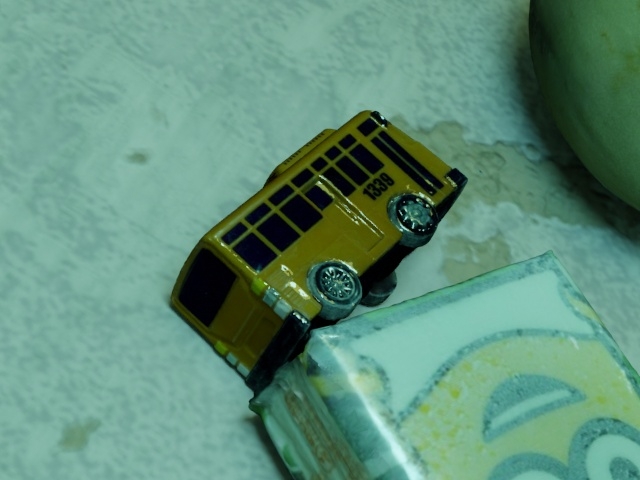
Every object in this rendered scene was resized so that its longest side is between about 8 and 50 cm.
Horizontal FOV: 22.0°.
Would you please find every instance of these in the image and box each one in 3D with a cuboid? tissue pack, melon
[{"bbox_3d":[0.130,0.177,1.044,0.228,0.128,0.311,-18,66,-35],"label":"tissue pack"},{"bbox_3d":[0.289,-0.160,1.284,0.272,0.272,0.308,3,41,-24],"label":"melon"}]

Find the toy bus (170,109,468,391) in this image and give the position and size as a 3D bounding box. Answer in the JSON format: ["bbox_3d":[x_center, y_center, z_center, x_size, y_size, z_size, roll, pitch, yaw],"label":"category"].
[{"bbox_3d":[0.000,0.000,1.132,0.114,0.098,0.201,43,50,8],"label":"toy bus"}]
